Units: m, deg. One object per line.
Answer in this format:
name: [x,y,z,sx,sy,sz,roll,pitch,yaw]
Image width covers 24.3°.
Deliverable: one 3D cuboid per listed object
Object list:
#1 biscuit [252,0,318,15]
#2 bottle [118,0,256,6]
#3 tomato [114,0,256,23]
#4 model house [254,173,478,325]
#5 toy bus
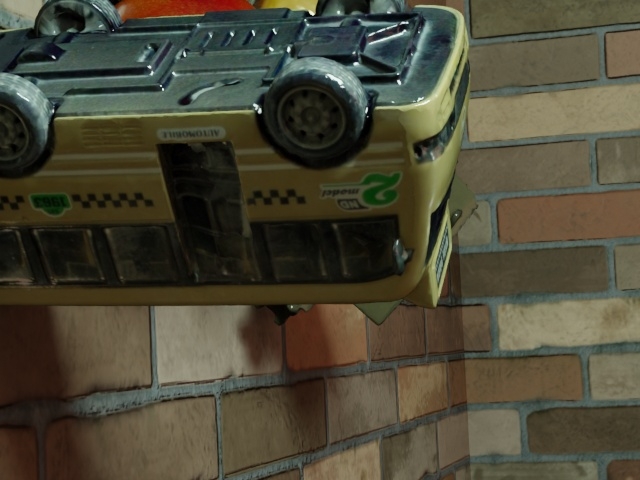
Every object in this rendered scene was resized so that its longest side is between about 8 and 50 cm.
biscuit: [-0.019,-0.161,1.424,0.274,0.091,0.213,-61,167,-46]
bottle: [-0.120,-0.228,1.360,0.233,0.110,0.110,45,44,-66]
tomato: [-0.113,-0.120,1.229,0.195,0.136,0.195,-25,129,-36]
model house: [0.000,0.000,1.631,0.211,0.204,0.243,41,55,-6]
toy bus: [-0.080,-0.058,1.006,0.177,0.365,0.201,-67,152,-55]
